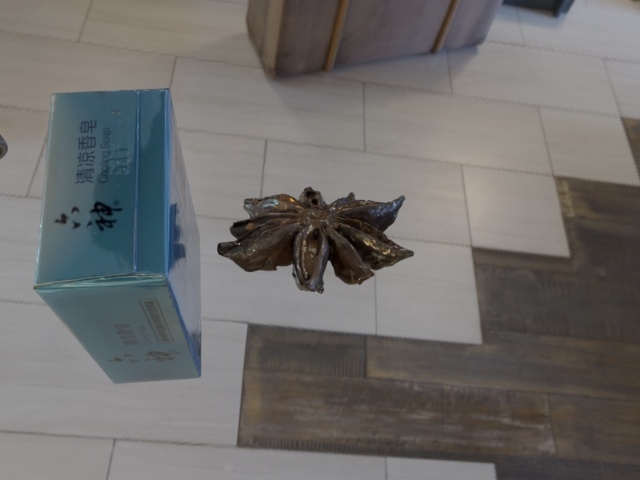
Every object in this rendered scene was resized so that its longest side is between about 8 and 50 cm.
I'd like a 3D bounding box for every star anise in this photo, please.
[{"bbox_3d":[0.000,0.000,0.642,0.183,0.065,0.195,3,27,8],"label":"star anise"}]

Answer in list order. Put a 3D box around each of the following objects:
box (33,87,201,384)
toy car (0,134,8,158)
[{"bbox_3d":[-0.139,0.012,0.502,0.083,0.232,0.142,-3,65,-8],"label":"box"},{"bbox_3d":[-0.153,-0.059,0.182,0.139,0.112,0.112,51,25,10],"label":"toy car"}]
